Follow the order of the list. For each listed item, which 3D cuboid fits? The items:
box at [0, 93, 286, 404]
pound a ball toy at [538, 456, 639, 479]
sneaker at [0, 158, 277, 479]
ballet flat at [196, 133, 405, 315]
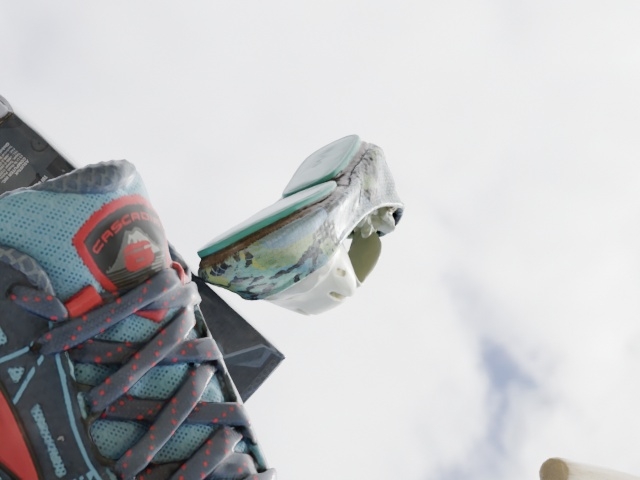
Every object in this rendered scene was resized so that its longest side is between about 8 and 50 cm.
[{"bbox_3d":[-0.158,0.077,0.828,0.233,0.183,0.059,-48,-154,-2],"label":"box"},{"bbox_3d":[0.111,0.211,0.866,0.136,0.319,0.208,-39,-124,36],"label":"pound a ball toy"},{"bbox_3d":[-0.073,0.042,0.489,0.262,0.104,0.125,33,-72,14],"label":"sneaker"},{"bbox_3d":[0.000,0.000,0.858,0.070,0.070,0.188,10,-158,18],"label":"ballet flat"}]
